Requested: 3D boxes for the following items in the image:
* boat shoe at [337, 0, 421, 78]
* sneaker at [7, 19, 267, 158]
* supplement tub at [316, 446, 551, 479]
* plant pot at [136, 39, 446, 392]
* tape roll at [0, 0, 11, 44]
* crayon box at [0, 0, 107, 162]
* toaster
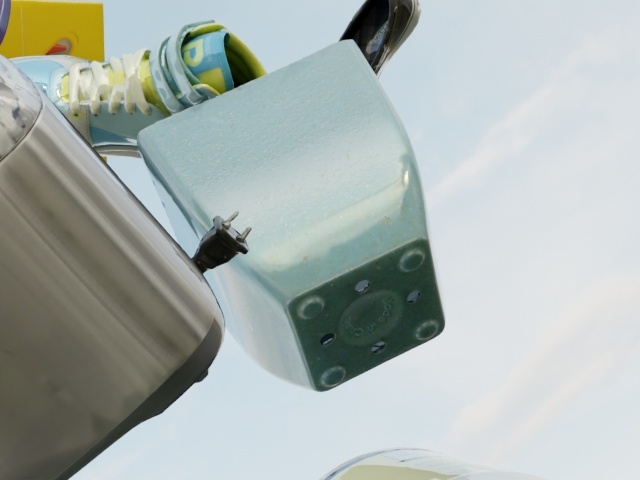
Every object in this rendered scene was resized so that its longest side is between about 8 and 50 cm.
[{"bbox_3d":[0.039,-0.216,1.497,0.228,0.080,0.076,-52,-25,23],"label":"boat shoe"},{"bbox_3d":[-0.202,-0.171,1.284,0.319,0.127,0.208,3,-21,-26],"label":"sneaker"},{"bbox_3d":[0.102,0.280,0.884,0.235,0.235,0.325,-31,3,-15],"label":"supplement tub"},{"bbox_3d":[0.000,0.000,1.207,0.247,0.252,0.248,-26,-44,-9],"label":"plant pot"},{"bbox_3d":[-0.357,-0.210,1.006,0.189,0.189,0.080,-36,7,-7],"label":"tape roll"},{"bbox_3d":[-0.420,-0.106,1.447,0.313,0.106,0.363,-3,-82,-24],"label":"crayon box"},{"bbox_3d":[-0.146,0.024,0.481,0.227,0.129,0.146,-38,-58,-5],"label":"toaster"}]
